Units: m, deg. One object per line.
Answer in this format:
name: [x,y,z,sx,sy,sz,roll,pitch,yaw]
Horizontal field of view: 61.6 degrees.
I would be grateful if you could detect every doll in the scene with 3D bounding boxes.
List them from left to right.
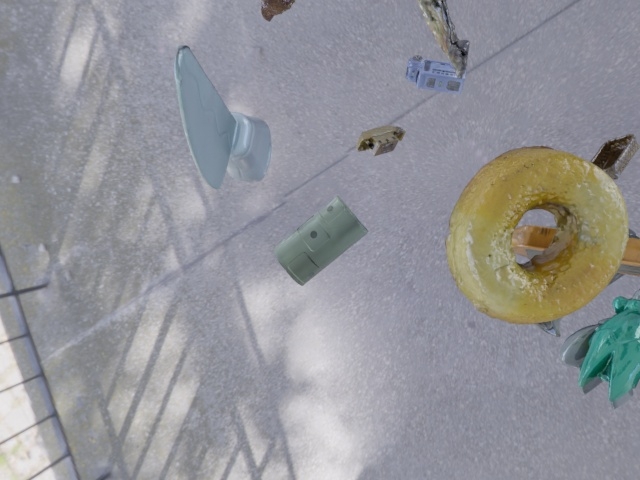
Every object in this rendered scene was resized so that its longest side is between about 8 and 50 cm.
doll: [0.572,0.199,0.966,0.258,0.195,0.153,-33,125,6]

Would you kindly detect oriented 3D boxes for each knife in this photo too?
knife: [-0.081,-0.083,0.456,0.044,0.331,0.080,11,95,0]

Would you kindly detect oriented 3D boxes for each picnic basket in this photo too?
picnic basket: [0.875,-0.241,1.611,0.193,0.110,0.055,-47,106,-25]

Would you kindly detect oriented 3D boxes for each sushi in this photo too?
sushi: [-0.071,-0.488,1.050,0.052,0.055,0.120,20,83,47]

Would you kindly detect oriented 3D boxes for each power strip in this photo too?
power strip: [0.271,0.008,0.575,0.178,0.049,0.028,10,78,28]

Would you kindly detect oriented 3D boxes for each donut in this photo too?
donut: [0.206,-0.003,0.510,0.162,0.065,0.178,22,93,7]

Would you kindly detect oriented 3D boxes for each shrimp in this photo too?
shrimp: [0.194,-0.372,0.846,0.071,0.365,0.233,-23,99,11]

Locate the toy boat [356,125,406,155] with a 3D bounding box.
toy boat: [0.187,-0.299,1.605,0.077,0.200,0.057,44,134,22]

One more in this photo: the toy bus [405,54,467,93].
toy bus: [0.323,-0.466,1.520,0.167,0.073,0.076,10,55,7]

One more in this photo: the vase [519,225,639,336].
vase: [0.630,0.063,1.317,0.301,0.156,0.251,-25,70,-7]

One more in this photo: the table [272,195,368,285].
table: [0.000,0.000,1.375,0.220,0.126,0.126,-40,85,5]
